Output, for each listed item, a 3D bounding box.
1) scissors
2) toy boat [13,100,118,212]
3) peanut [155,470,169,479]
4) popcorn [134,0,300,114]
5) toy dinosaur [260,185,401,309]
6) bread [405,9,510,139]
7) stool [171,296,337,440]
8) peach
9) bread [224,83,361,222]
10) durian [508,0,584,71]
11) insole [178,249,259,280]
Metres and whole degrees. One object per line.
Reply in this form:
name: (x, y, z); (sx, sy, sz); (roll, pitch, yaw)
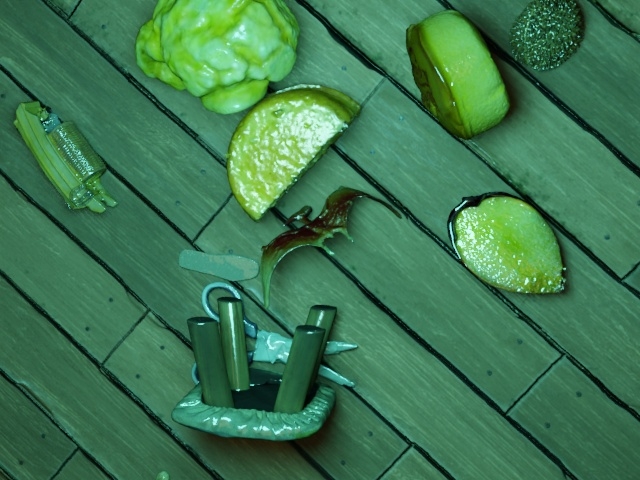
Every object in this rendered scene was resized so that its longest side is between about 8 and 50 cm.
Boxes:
scissors: (-0.102, 0.251, 1.772); (0.383, 0.029, 0.256); (12, 98, 8)
toy boat: (-0.574, -0.193, 1.783); (0.115, 0.089, 0.310); (-34, 89, 20)
peanut: (-0.383, 0.585, 1.852); (0.037, 0.037, 0.083); (31, 104, 6)
popcorn: (-0.213, -0.429, 1.586); (0.292, 0.334, 0.294); (-27, 122, -22)
toy dinosaur: (0.000, 0.006, 1.644); (0.206, 0.327, 0.113); (3, 133, 39)
bread: (0.261, -0.325, 1.537); (0.148, 0.270, 0.270); (-27, 90, 6)
stool: (-0.125, 0.254, 1.611); (0.310, 0.310, 0.226); (3, 96, 7)
peach: (0.394, 0.012, 1.639); (0.279, 0.068, 0.189); (43, 93, 6)
bread: (-0.089, -0.206, 1.638); (0.179, 0.194, 0.340); (44, 105, -5)
durian: (0.460, -0.437, 1.571); (0.148, 0.091, 0.189); (11, 95, 9)
insole: (-0.232, 0.056, 1.785); (0.192, 0.010, 0.063); (9, 96, 10)
